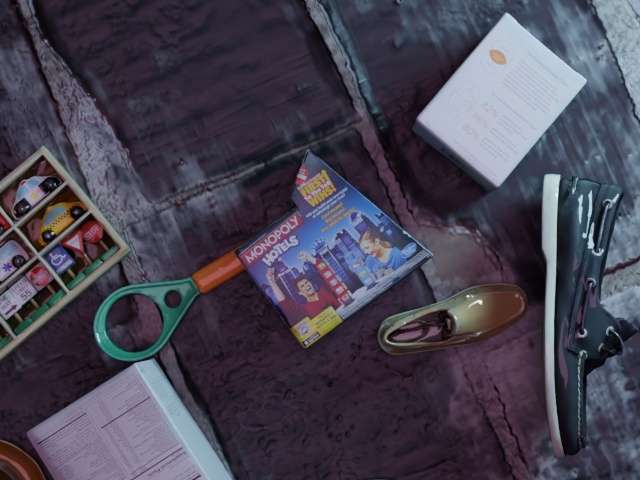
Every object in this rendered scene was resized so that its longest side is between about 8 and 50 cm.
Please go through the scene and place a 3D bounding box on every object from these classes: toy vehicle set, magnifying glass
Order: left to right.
[{"bbox_3d":[-0.384,0.034,1.729,0.267,0.035,0.166,-41,88,-2],"label":"toy vehicle set"},{"bbox_3d":[-0.173,0.068,1.733,0.231,0.026,0.092,-31,82,-4],"label":"magnifying glass"}]

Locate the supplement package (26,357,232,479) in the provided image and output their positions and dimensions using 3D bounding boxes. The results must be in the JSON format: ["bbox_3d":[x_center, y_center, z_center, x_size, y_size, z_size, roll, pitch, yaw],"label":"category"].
[{"bbox_3d":[-0.210,0.261,1.640,0.149,0.194,0.203,-33,87,-2],"label":"supplement package"}]

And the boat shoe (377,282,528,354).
[{"bbox_3d":[0.163,0.100,1.712,0.190,0.072,0.068,-20,87,-2],"label":"boat shoe"}]

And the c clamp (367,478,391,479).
[{"bbox_3d":[0.048,0.359,1.724,0.137,0.022,0.160,28,88,1],"label":"c clamp"}]

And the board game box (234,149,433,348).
[{"bbox_3d":[0.000,0.000,1.715,0.194,0.060,0.194,-35,85,-9],"label":"board game box"}]

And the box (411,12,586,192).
[{"bbox_3d":[0.214,-0.164,1.716,0.130,0.091,0.170,41,88,2],"label":"box"}]

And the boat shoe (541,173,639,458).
[{"bbox_3d":[0.322,0.089,1.688,0.113,0.127,0.340,-1,78,11],"label":"boat shoe"}]

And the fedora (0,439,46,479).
[{"bbox_3d":[-0.419,0.331,1.693,0.194,0.079,0.194,0,87,-1],"label":"fedora"}]
